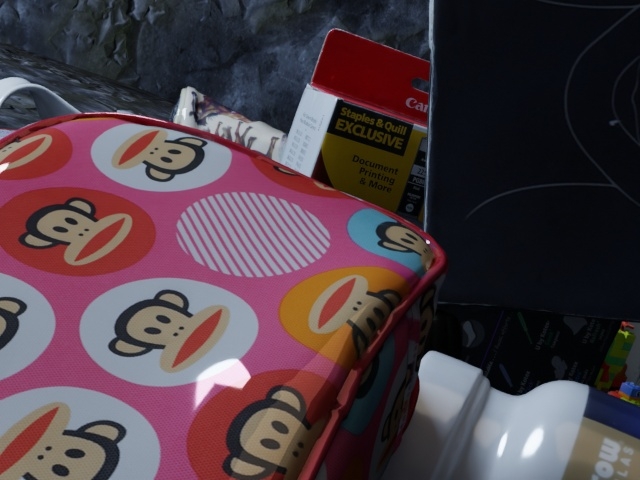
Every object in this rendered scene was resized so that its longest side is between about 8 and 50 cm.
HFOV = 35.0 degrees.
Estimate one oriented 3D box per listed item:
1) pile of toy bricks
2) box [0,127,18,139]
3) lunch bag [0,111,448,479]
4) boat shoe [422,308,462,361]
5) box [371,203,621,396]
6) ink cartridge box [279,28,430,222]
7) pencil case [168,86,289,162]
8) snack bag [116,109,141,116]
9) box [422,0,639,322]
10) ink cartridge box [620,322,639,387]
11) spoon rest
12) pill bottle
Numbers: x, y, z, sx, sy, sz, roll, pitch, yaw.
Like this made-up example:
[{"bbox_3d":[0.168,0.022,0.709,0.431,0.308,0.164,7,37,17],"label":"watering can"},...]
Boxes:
[{"bbox_3d":[0.314,0.137,1.121,0.212,0.105,0.118,13,12,-37],"label":"pile of toy bricks"},{"bbox_3d":[-0.196,-0.016,0.880,0.128,0.122,0.257,23,10,17],"label":"box"},{"bbox_3d":[-0.106,0.054,0.402,0.258,0.120,0.293,21,36,15],"label":"lunch bag"},{"bbox_3d":[-0.021,0.101,0.649,0.120,0.122,0.324,9,4,31],"label":"boat shoe"},{"bbox_3d":[0.120,0.072,0.974,0.270,0.143,0.165,19,10,-6],"label":"box"},{"bbox_3d":[0.116,-0.069,1.180,0.310,0.271,0.130,15,11,-21],"label":"ink cartridge box"},{"bbox_3d":[-0.031,-0.067,1.367,0.410,0.159,0.183,20,-5,-13],"label":"pencil case"},{"bbox_3d":[-0.155,-0.094,1.600,0.323,0.037,0.342,18,18,-25],"label":"snack bag"},{"bbox_3d":[0.338,-0.187,0.718,0.472,0.479,0.297,5,10,18],"label":"box"},{"bbox_3d":[0.397,0.117,1.366,0.283,0.117,0.207,19,9,-3],"label":"ink cartridge box"},{"bbox_3d":[-0.420,-0.199,1.577,0.137,0.084,0.276,24,11,24],"label":"spoon rest"},{"bbox_3d":[0.152,0.162,0.508,0.265,0.153,0.153,21,9,13],"label":"pill bottle"}]
